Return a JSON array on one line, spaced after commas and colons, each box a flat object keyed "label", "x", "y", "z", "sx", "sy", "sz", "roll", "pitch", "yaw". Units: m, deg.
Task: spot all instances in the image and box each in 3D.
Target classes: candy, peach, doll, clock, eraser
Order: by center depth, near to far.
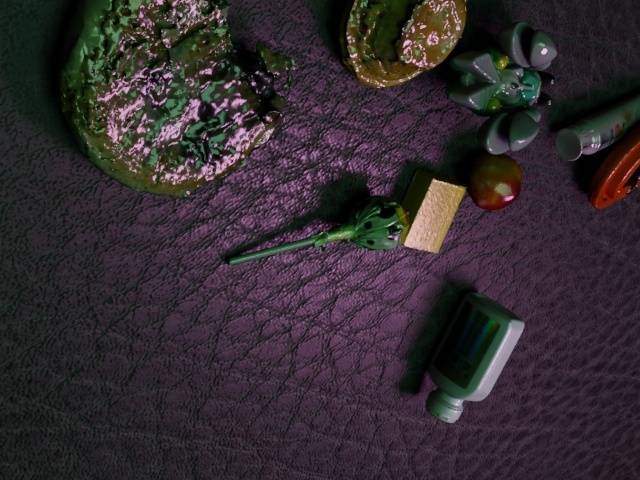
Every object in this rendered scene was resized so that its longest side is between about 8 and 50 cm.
[{"label": "candy", "x": 0.000, "y": 0.000, "z": 1.763, "sx": 0.305, "sy": 0.091, "sz": 0.083, "roll": -16, "pitch": 128, "yaw": -27}, {"label": "doll", "x": 0.302, "y": -0.255, "z": 1.819, "sx": 0.258, "sy": 0.153, "sz": 0.195, "roll": -40, "pitch": 127, "yaw": -41}, {"label": "eraser", "x": 0.175, "y": -0.047, "z": 1.909, "sx": 0.097, "sy": 0.045, "sz": 0.122, "roll": 13, "pitch": 106, "yaw": -46}, {"label": "peach", "x": 0.284, "y": -0.099, "z": 1.943, "sx": 0.101, "sy": 0.101, "sz": 0.100, "roll": -23, "pitch": 130, "yaw": -30}, {"label": "clock", "x": 0.575, "y": -0.140, "z": 2.169, "sx": 0.205, "sy": 0.051, "sz": 0.205, "roll": -38, "pitch": 156, "yaw": -20}]

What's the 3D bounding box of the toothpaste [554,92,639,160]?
[{"label": "toothpaste", "x": 0.550, "y": -0.219, "z": 2.132, "sx": 0.323, "sy": 0.066, "sz": 0.100, "roll": -24, "pitch": 136, "yaw": -36}]

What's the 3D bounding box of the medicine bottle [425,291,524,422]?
[{"label": "medicine bottle", "x": 0.266, "y": 0.217, "z": 2.110, "sx": 0.083, "sy": 0.121, "sz": 0.228, "roll": 12, "pitch": 108, "yaw": -47}]

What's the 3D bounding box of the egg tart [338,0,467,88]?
[{"label": "egg tart", "x": 0.132, "y": -0.314, "z": 1.652, "sx": 0.241, "sy": 0.106, "sz": 0.241, "roll": -27, "pitch": 136, "yaw": -30}]

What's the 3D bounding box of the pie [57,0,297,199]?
[{"label": "pie", "x": -0.184, "y": -0.205, "z": 1.453, "sx": 0.296, "sy": 0.078, "sz": 0.371, "roll": -44, "pitch": 138, "yaw": -10}]
